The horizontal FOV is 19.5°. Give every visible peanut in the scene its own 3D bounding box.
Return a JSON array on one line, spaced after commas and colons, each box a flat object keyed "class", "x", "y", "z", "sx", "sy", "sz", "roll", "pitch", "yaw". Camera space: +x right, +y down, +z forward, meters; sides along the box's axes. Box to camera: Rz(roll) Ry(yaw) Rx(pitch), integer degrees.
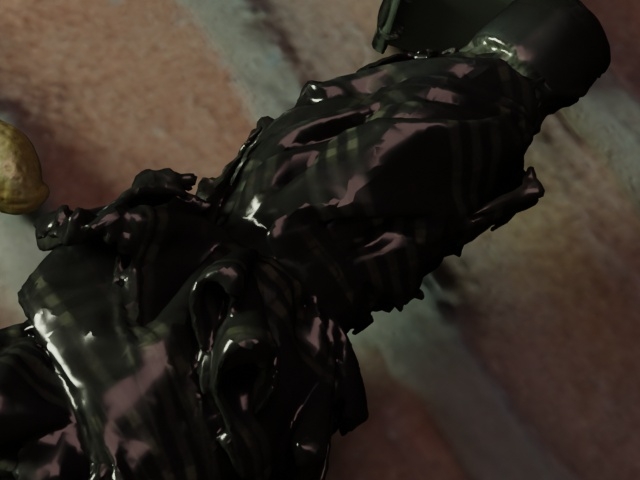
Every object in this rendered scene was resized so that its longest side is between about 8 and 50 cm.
[{"class": "peanut", "x": -0.154, "y": -0.043, "z": 0.856, "sx": 0.037, "sy": 0.037, "sz": 0.083, "roll": -38, "pitch": 62, "yaw": -25}]

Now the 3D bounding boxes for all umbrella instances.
[{"class": "umbrella", "x": 0.006, "y": 0.008, "z": 0.762, "sx": 0.337, "sy": 0.128, "sz": 0.154, "roll": -30, "pitch": 63, "yaw": -17}]

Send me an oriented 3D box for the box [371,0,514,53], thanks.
[{"class": "box", "x": 0.077, "y": -0.141, "z": 0.911, "sx": 0.069, "sy": 0.084, "sz": 0.122, "roll": 21, "pitch": 57, "yaw": 1}]
